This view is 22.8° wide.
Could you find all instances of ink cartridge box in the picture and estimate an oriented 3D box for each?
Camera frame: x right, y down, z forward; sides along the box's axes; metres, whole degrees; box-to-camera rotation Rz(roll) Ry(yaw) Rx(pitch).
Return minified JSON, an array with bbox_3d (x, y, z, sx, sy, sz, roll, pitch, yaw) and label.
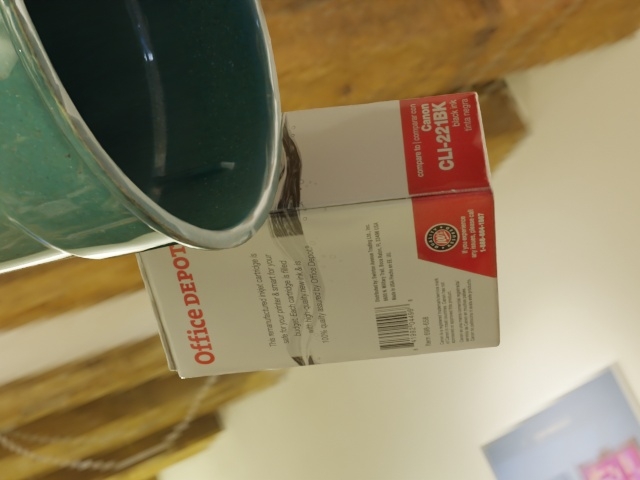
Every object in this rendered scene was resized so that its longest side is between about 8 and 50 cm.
[{"bbox_3d":[0.000,0.000,1.270,0.273,0.114,0.197,-6,-41,3],"label":"ink cartridge box"}]

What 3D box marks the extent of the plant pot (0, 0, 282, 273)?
[{"bbox_3d":[-0.248,-0.109,1.005,0.334,0.341,0.341,-19,-12,21],"label":"plant pot"}]
